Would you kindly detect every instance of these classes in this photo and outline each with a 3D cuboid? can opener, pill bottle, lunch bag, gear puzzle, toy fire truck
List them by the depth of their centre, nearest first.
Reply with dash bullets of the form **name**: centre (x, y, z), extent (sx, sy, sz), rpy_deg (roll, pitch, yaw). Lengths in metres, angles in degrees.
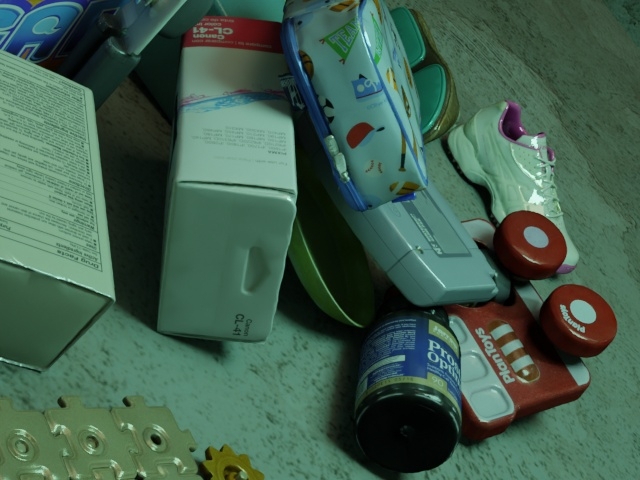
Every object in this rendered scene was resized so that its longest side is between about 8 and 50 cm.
- **gear puzzle**: centre (-0.174, 0.226, 1.214), extent (0.339, 0.044, 0.175), rpy_deg (7, 46, -50)
- **can opener**: centre (-0.216, -0.204, 1.439), extent (0.093, 0.280, 0.074), rpy_deg (25, 35, -42)
- **lunch bag**: centre (0.043, -0.170, 1.472), extent (0.303, 0.115, 0.243), rpy_deg (-82, 152, -64)
- **pill bottle**: centre (0.105, 0.159, 1.538), extent (0.123, 0.123, 0.219), rpy_deg (36, 29, -16)
- **toy fire truck**: centre (0.221, 0.104, 1.735), extent (0.254, 0.169, 0.302), rpy_deg (-11, 59, -34)

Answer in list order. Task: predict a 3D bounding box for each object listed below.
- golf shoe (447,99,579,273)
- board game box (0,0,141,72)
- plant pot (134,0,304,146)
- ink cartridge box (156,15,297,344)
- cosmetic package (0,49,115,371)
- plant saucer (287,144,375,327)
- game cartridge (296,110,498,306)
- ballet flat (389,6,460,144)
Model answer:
- **golf shoe**: centre (0.331, -0.090, 2.101), extent (0.306, 0.140, 0.115), rpy_deg (55, 30, 14)
- **board game box**: centre (-0.373, -0.396, 1.402), extent (0.356, 0.356, 0.356), rpy_deg (52, 31, 11)
- **plant pot**: centre (-0.102, -0.204, 1.696), extent (0.234, 0.166, 0.165), rpy_deg (58, 32, 3)
- **ink cartridge box**: centre (-0.105, -0.073, 1.450), extent (0.131, 0.226, 0.306), rpy_deg (6, 41, -7)
- **cosmetic package**: centre (-0.306, -0.038, 1.280), extent (0.153, 0.129, 0.296), rpy_deg (24, 36, -34)
- **plant saucer**: centre (0.000, 0.000, 1.621), extent (0.241, 0.037, 0.241), rpy_deg (56, 21, -35)
- **game cartridge**: centre (0.092, -0.044, 1.634), extent (0.198, 0.062, 0.297), rpy_deg (-3, 55, -54)
- **ballet flat**: centre (0.171, -0.248, 2.152), extent (0.124, 0.116, 0.342), rpy_deg (46, 20, -39)
